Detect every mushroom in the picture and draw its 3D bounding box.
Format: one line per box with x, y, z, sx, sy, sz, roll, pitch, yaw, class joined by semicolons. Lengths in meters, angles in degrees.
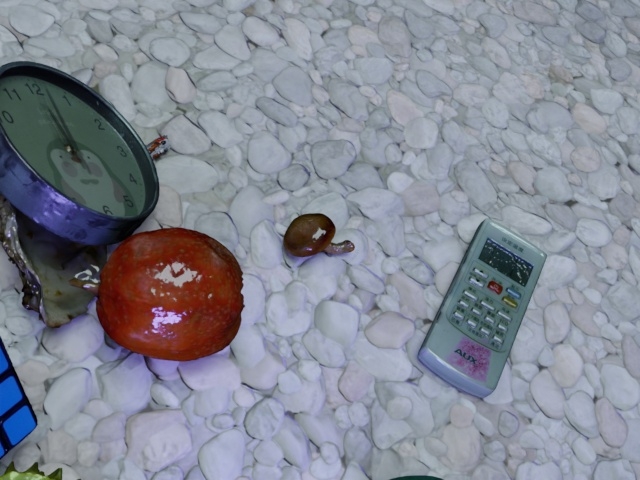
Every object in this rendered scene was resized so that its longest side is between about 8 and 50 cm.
0.001;-0.010;1.412;0.129;0.073;0.088;5;28;-20;mushroom

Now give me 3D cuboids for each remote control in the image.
0.295;0.114;1.454;0.145;0.050;0.344;31;54;0;remote control

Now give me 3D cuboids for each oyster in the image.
-0.433;-0.047;1.260;0.204;0.111;0.396;3;58;-58;oyster

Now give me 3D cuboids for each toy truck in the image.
-0.295;-0.159;1.425;0.032;0.024;0.083;25;51;33;toy truck

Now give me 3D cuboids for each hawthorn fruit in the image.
-0.239;0.080;1.193;0.253;0.205;0.205;0;59;-14;hawthorn fruit

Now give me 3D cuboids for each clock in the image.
-0.388;-0.139;1.251;0.319;0.066;0.319;40;25;-24;clock

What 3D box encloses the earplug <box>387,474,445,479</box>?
0.116;0.486;1.119;0.257;0.164;0.280;-2;66;-64;earplug

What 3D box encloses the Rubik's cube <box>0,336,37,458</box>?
-0.479;0.201;1.005;0.163;0.162;0.160;15;39;30;Rubik's cube

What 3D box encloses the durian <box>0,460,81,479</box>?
-0.360;0.358;1.030;0.375;0.106;0.132;22;60;-1;durian
